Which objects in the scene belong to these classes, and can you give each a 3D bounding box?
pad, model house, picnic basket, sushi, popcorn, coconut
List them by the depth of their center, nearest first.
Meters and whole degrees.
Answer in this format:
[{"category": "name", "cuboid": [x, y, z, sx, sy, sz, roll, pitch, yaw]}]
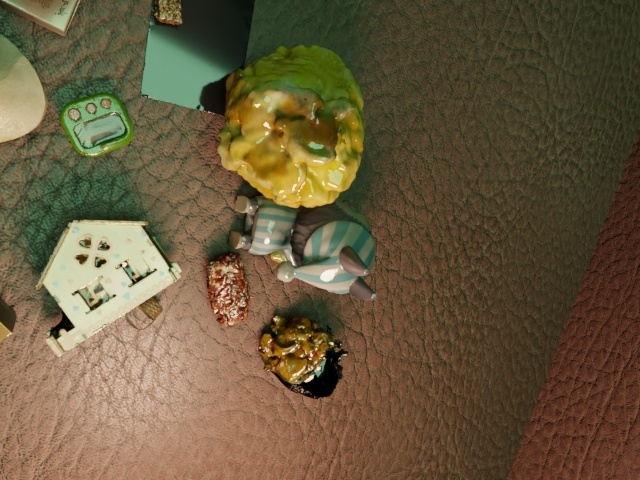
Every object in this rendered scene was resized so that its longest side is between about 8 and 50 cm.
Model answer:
[{"category": "coconut", "cuboid": [-0.652, -0.295, 0.918, 0.241, 0.241, 0.241, -5, 101, -27]}, {"category": "model house", "cuboid": [-0.519, 0.067, 1.099, 0.326, 0.169, 0.244, -35, 106, -20]}, {"category": "popcorn", "cuboid": [-0.062, -0.269, 1.181, 0.344, 0.390, 0.354, -2, 136, 11]}, {"category": "pad", "cuboid": [-0.297, -0.513, 1.191, 0.247, 0.007, 0.367, 6, 96, -29]}, {"category": "picnic basket", "cuboid": [-0.446, 0.182, 1.199, 0.083, 0.072, 0.072, -48, 117, -27]}, {"category": "sushi", "cuboid": [-0.051, 0.327, 1.377, 0.204, 0.213, 0.200, 48, 53, -40]}]

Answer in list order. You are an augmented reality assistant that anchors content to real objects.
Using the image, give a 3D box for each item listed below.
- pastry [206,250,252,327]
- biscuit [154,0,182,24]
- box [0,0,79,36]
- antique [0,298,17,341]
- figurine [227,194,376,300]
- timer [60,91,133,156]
[{"category": "pastry", "cuboid": [-0.244, 0.135, 1.285, 0.115, 0.097, 0.208, -6, 104, -9]}, {"category": "biscuit", "cuboid": [-0.357, -0.613, 1.117, 0.064, 0.034, 0.199, -4, 100, -28]}, {"category": "box", "cuboid": [-0.574, -0.560, 1.005, 0.141, 0.058, 0.201, 20, 89, -29]}, {"category": "antique", "cuboid": [-0.752, 0.169, 0.993, 0.146, 0.148, 0.152, -39, 117, -15]}, {"category": "figurine", "cuboid": [0.000, 0.000, 1.231, 0.361, 0.377, 0.266, 8, 95, -30]}, {"category": "timer", "cuboid": [-0.512, -0.265, 1.098, 0.140, 0.047, 0.128, -28, 109, -21]}]
